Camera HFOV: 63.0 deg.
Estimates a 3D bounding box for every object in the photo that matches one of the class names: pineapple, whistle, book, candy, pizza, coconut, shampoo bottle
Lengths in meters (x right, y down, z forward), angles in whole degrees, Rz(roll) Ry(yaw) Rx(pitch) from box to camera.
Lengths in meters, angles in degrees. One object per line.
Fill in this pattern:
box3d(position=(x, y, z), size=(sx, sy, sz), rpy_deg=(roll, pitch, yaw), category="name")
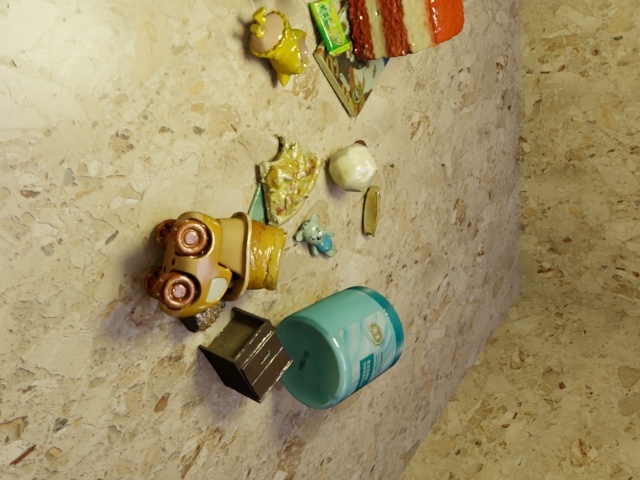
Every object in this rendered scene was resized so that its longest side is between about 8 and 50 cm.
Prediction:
box3d(position=(-0.303, 0.176, 1.459), size=(0.197, 0.108, 0.108), rpy_deg=(-37, 127, -48), category="pineapple")
box3d(position=(0.000, 0.000, 1.824), size=(0.114, 0.077, 0.236), rpy_deg=(-50, 141, -4), category="whistle")
box3d(position=(0.146, -0.696, 1.845), size=(0.300, 0.039, 0.428), rpy_deg=(48, 62, -45), category="book")
box3d(position=(0.031, -0.684, 1.664), size=(0.102, 0.032, 0.178), rpy_deg=(-36, 111, -32), category="candy")
box3d(position=(-0.177, -0.095, 1.612), size=(0.103, 0.017, 0.135), rpy_deg=(29, 75, -51), category="book")
box3d(position=(-0.087, -0.202, 1.634), size=(0.324, 0.089, 0.223), rpy_deg=(-59, 140, -32), category="pizza")
box3d(position=(0.119, -0.246, 1.821), size=(0.161, 0.161, 0.162), rpy_deg=(-31, 90, -44), category="coconut")
box3d(position=(0.056, 0.356, 1.784), size=(0.342, 0.331, 0.332), rpy_deg=(-17, 113, -47), category="shampoo bottle")

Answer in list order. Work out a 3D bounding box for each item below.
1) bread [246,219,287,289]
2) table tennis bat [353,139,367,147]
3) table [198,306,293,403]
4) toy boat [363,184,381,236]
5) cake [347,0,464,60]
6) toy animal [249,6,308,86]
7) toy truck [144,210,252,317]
box3d(position=(-0.176, 0.044, 1.484), size=(0.270, 0.142, 0.196), rpy_deg=(-105, -155, -79), category="bread")
box3d(position=(0.131, -0.319, 1.954), size=(0.158, 0.014, 0.095), rpy_deg=(-38, 130, -43), category="table tennis bat")
box3d(position=(-0.216, 0.338, 1.552), size=(0.169, 0.172, 0.193), rpy_deg=(-48, 134, -33), category="table")
box3d(position=(0.205, -0.115, 2.071), size=(0.072, 0.064, 0.206), rpy_deg=(-23, 121, -67), category="toy boat")
box3d(position=(0.289, -0.761, 1.718), size=(0.270, 0.319, 0.270), rpy_deg=(-36, 123, -39), category="cake")
box3d(position=(-0.121, -0.553, 1.470), size=(0.229, 0.156, 0.156), rpy_deg=(35, 72, -61), category="toy animal")
box3d(position=(-0.303, 0.051, 1.301), size=(0.211, 0.204, 0.288), rpy_deg=(12, 86, -31), category="toy truck")
